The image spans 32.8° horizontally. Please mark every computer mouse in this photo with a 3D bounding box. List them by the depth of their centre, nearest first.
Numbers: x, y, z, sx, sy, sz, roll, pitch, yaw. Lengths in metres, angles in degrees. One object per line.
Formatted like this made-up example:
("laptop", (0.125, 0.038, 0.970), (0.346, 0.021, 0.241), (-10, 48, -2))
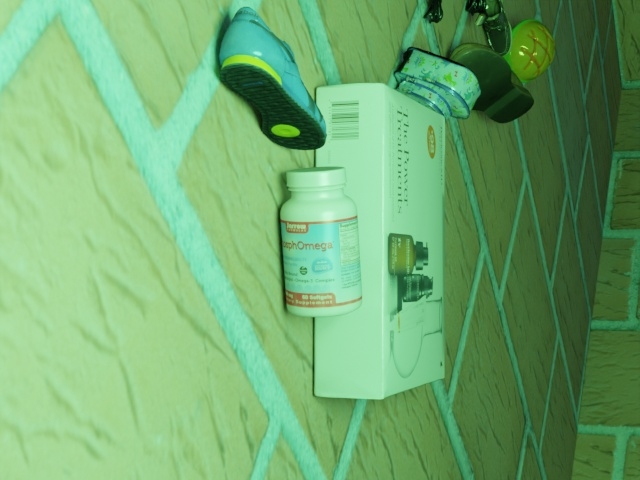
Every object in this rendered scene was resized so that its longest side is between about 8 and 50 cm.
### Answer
("computer mouse", (0.171, -0.445, 1.702), (0.193, 0.042, 0.106), (68, 31, -42))
("computer mouse", (0.248, -0.460, 1.876), (0.262, 0.060, 0.184), (-47, 129, -75))

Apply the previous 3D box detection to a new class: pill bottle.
("pill bottle", (0.000, 0.000, 1.217), (0.087, 0.087, 0.160), (-24, 111, -66))

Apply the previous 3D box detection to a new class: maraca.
("maraca", (0.413, -0.383, 2.231), (0.185, 0.099, 0.127), (-31, 115, -35))

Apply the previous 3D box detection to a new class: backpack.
("backpack", (0.172, -0.220, 1.606), (0.084, 0.114, 0.105), (-63, 153, -11))

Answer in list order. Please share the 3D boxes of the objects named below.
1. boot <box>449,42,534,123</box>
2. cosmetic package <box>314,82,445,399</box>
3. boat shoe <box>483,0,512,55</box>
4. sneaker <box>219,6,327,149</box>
("boot", (0.284, -0.303, 1.950), (0.305, 0.112, 0.115), (20, 41, -62))
("cosmetic package", (0.085, 0.005, 1.419), (0.284, 0.097, 0.377), (4, 86, -71))
("boat shoe", (0.329, -0.426, 2.083), (0.049, 0.056, 0.152), (-32, 110, -59))
("sneaker", (-0.041, -0.166, 1.144), (0.209, 0.069, 0.082), (48, 42, -58))
